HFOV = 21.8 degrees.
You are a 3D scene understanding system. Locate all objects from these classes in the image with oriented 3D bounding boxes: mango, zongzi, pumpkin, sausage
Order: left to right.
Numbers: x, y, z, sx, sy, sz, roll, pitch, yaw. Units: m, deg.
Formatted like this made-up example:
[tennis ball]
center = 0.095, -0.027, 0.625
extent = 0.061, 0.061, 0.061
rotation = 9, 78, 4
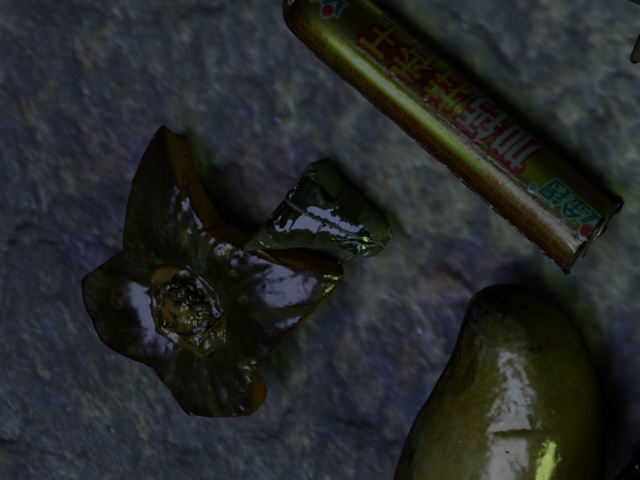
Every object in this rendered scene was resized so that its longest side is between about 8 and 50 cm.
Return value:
[pumpkin]
center = -0.129, 0.056, 1.698
extent = 0.258, 0.095, 0.290
rotation = 44, 132, 18
[zongzi]
center = 0.000, 0.000, 1.559
extent = 0.109, 0.055, 0.119
rotation = 43, 106, 12
[sausage]
center = 0.097, -0.120, 1.416
extent = 0.371, 0.082, 0.082
rotation = 42, 135, 15
[mango]
center = 0.167, 0.201, 1.489
extent = 0.177, 0.175, 0.329
rotation = 19, 109, -6

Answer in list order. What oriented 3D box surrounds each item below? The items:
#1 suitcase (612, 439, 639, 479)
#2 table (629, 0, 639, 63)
[suitcase]
center = 0.399, 0.325, 1.326
extent = 0.434, 0.194, 0.283
rotation = 55, 136, 4
[table]
center = 0.273, -0.236, 1.135
extent = 0.167, 0.167, 0.226
rotation = 41, 141, 16
